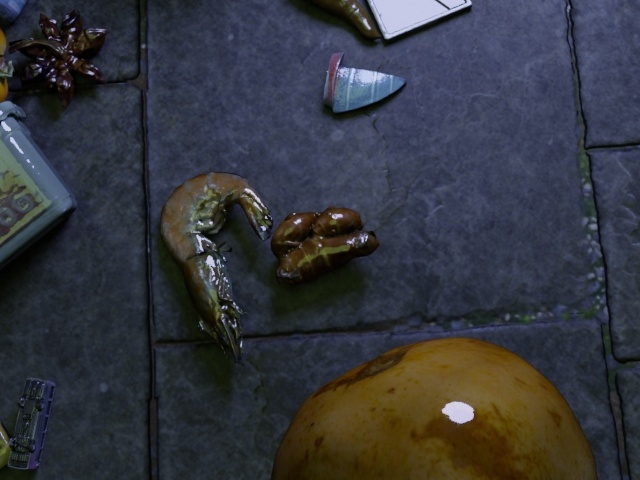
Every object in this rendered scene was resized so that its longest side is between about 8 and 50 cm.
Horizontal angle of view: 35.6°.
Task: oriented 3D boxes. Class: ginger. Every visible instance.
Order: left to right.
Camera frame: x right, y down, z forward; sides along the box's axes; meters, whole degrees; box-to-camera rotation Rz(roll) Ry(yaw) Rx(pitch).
[{"bbox_3d":[0.000,0.000,1.469,0.162,0.073,0.103,-21,81,5],"label":"ginger"}]

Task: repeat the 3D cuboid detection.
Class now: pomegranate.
[{"bbox_3d":[0.141,0.324,1.231,0.417,0.416,0.416,-1,78,4],"label":"pomegranate"}]

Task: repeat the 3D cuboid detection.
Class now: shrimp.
[{"bbox_3d":[-0.132,0.031,1.468,0.169,0.058,0.296,-28,73,11],"label":"shrimp"}]

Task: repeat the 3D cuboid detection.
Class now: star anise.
[{"bbox_3d":[-0.404,-0.288,1.565,0.168,0.057,0.167,1,79,-6],"label":"star anise"}]

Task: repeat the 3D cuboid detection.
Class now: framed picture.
[{"bbox_3d":[0.131,-0.427,1.576,0.150,0.015,0.203,-23,77,-1],"label":"framed picture"}]

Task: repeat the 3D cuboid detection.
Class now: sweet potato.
[{"bbox_3d":[-0.002,-0.399,1.560,0.069,0.059,0.249,-36,82,-16],"label":"sweet potato"}]

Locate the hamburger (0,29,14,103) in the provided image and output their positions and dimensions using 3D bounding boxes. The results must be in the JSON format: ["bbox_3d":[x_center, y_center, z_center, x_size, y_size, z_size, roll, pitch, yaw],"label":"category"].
[{"bbox_3d":[-0.575,-0.234,1.483,0.246,0.246,0.169,-1,100,4],"label":"hamburger"}]

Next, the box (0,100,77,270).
[{"bbox_3d":[-0.516,-0.039,1.463,0.312,0.175,0.182,-40,96,-5],"label":"box"}]

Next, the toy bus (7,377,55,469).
[{"bbox_3d":[-0.420,0.267,1.452,0.037,0.052,0.130,6,77,10],"label":"toy bus"}]

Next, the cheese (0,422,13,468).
[{"bbox_3d":[-0.529,0.326,1.455,0.162,0.036,0.086,-35,77,-4],"label":"cheese"}]

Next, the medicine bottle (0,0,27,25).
[{"bbox_3d":[-0.479,-0.447,1.587,0.083,0.083,0.203,26,83,9],"label":"medicine bottle"}]

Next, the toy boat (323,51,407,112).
[{"bbox_3d":[0.069,-0.236,1.532,0.122,0.034,0.096,11,85,5],"label":"toy boat"}]
